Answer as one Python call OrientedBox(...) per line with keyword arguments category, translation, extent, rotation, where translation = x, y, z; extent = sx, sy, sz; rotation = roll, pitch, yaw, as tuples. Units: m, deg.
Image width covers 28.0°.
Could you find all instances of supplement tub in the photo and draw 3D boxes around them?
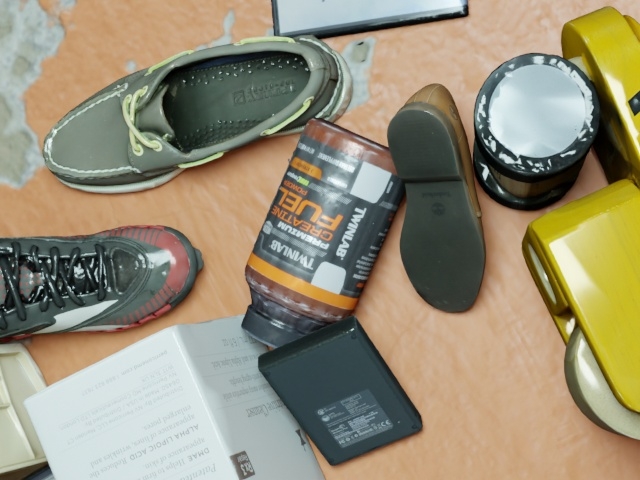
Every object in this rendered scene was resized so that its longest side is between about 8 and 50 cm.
OrientedBox(category="supplement tub", translation=(0.000, 0.000, 1.124), extent=(0.106, 0.106, 0.198), rotation=(24, 95, 15))

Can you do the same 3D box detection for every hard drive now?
OrientedBox(category="hard drive", translation=(0.018, 0.133, 1.116), extent=(0.094, 0.022, 0.135), rotation=(-24, 124, 14))

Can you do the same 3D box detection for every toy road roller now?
OrientedBox(category="toy road roller", translation=(0.269, -0.026, 1.007), extent=(0.240, 0.202, 0.330), rotation=(-22, 81, 4))

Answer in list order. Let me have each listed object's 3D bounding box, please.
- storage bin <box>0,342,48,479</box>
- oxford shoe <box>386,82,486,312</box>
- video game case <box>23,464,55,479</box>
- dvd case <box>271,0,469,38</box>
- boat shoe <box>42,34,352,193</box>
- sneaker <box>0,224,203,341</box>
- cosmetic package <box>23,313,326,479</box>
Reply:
OrientedBox(category="storage bin", translation=(-0.398, 0.207, 1.150), extent=(0.262, 0.260, 0.123), rotation=(-30, 80, 13))
OrientedBox(category="oxford shoe", translation=(0.108, -0.034, 1.090), extent=(0.076, 0.076, 0.212), rotation=(6, 125, 21))
OrientedBox(category="video game case", translation=(-0.242, 0.364, 1.225), extent=(0.196, 0.026, 0.274), rotation=(-32, 82, 13))
OrientedBox(category="dvd case", translation=(0.033, -0.315, 1.166), extent=(0.180, 0.022, 0.253), rotation=(-6, 87, 15))
OrientedBox(category="boat shoe", translation=(-0.126, -0.118, 1.169), extent=(0.304, 0.091, 0.109), rotation=(-15, 84, 15))
OrientedBox(category="sneaker", translation=(-0.249, 0.041, 1.179), extent=(0.276, 0.135, 0.098), rotation=(-8, 85, 14))
OrientedBox(category="cosmetic package", translation=(-0.074, 0.269, 1.084), extent=(0.156, 0.217, 0.385), rotation=(-28, 83, 13))
